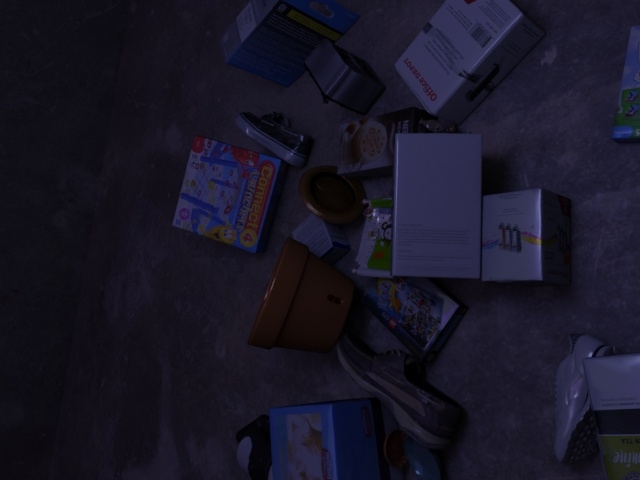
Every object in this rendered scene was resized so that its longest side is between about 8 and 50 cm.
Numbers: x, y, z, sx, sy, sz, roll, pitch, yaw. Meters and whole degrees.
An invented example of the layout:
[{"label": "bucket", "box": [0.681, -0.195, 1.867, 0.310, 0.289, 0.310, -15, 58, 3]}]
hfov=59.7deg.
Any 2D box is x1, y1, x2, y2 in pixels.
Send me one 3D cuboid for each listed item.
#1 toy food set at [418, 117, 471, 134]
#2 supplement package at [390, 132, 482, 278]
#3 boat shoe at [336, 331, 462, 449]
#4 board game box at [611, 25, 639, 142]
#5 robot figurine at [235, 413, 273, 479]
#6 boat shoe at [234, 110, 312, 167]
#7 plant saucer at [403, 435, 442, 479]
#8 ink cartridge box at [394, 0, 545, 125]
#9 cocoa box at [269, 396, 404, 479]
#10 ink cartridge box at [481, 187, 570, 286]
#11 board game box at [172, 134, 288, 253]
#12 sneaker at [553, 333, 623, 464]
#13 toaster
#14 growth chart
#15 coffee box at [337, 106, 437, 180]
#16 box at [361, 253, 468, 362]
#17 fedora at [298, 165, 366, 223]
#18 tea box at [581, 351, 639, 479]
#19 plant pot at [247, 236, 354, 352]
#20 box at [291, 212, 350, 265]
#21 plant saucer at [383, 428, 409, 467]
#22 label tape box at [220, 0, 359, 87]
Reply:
[{"label": "toy food set", "box": [0.283, -0.236, 1.290, 0.122, 0.019, 0.078, 13, 93, 7]}, {"label": "supplement package", "box": [0.241, -0.066, 1.188, 0.178, 0.175, 0.293, 2, 86, 6]}, {"label": "boat shoe", "box": [0.184, 0.316, 1.287, 0.355, 0.132, 0.130, 39, 102, 34]}, {"label": "board game box", "box": [0.617, -0.280, 0.981, 0.160, 0.039, 0.211, 10, 89, 48]}, {"label": "robot figurine", "box": [-0.112, 0.586, 1.507, 0.278, 0.209, 0.173, 17, 75, 48]}, {"label": "boat shoe", "box": [-0.141, -0.347, 1.770, 0.335, 0.121, 0.119, 37, 102, 33]}, {"label": "plant saucer", "box": [0.231, 0.484, 1.235, 0.119, 0.021, 0.119, 42, 143, 43]}, {"label": "ink cartridge box", "box": [0.327, -0.431, 1.265, 0.273, 0.114, 0.197, -47, 53, 30]}, {"label": "cocoa box", "box": [0.041, 0.553, 1.302, 0.231, 0.228, 0.347, -20, 68, 43]}, {"label": "ink cartridge box", "box": [0.402, 0.000, 1.092, 0.127, 0.128, 0.176, -4, 80, 46]}, {"label": "board game box", "box": [-0.288, -0.148, 1.783, 0.302, 0.086, 0.308, 17, 97, 13]}, {"label": "sneaker", "box": [0.468, 0.288, 1.014, 0.095, 0.090, 0.235, 22, 96, 60]}, {"label": "toaster", "box": [0.064, -0.436, 1.509, 0.110, 0.168, 0.185, -48, 51, 29]}, {"label": "growth chart", "box": [0.159, -0.011, 1.386, 0.172, 0.021, 0.237, -8, 59, 38]}, {"label": "coffee box", "box": [0.165, -0.240, 1.414, 0.246, 0.098, 0.141, -4, 81, 47]}, {"label": "box", "box": [0.215, 0.151, 1.319, 0.233, 0.044, 0.159, 44, 110, 42]}, {"label": "fedora", "box": [0.027, -0.113, 1.513, 0.079, 0.194, 0.194, 113, 145, -58]}, {"label": "tea box", "box": [0.593, 0.303, 0.762, 0.329, 0.220, 0.323, -20, 68, 44]}, {"label": "plant pot", "box": [-0.043, 0.161, 1.432, 0.291, 0.203, 0.290, -159, 90, -84]}, {"label": "box", "box": [0.000, 0.000, 1.566, 0.126, 0.072, 0.137, -42, 54, 34]}, {"label": "plant saucer", "box": [0.174, 0.476, 1.280, 0.013, 0.083, 0.083, -19, 69, 47]}, {"label": "label tape box", "box": [-0.096, -0.632, 1.658, 0.348, 0.249, 0.115, -35, 59, 38]}]
